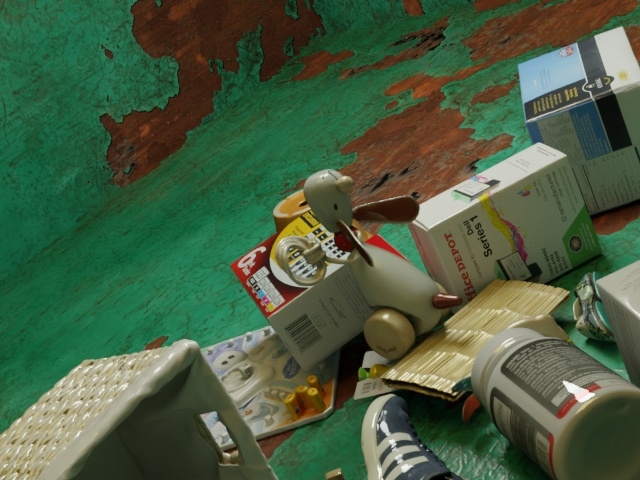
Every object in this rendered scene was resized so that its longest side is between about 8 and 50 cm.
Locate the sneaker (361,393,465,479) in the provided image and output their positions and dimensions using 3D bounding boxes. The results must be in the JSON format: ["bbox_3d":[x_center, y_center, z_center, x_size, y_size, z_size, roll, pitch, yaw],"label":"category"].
[{"bbox_3d":[0.137,0.328,1.698,0.148,0.131,0.350,-12,29,11],"label":"sneaker"}]

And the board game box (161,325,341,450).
[{"bbox_3d":[-0.153,0.249,2.266,0.390,0.050,0.390,-19,22,13],"label":"board game box"}]

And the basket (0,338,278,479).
[{"bbox_3d":[-0.277,0.368,1.764,0.266,0.328,0.331,-11,25,40],"label":"basket"}]

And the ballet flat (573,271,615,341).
[{"bbox_3d":[0.428,0.118,1.959,0.070,0.070,0.188,-18,21,16],"label":"ballet flat"}]

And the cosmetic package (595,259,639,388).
[{"bbox_3d":[0.507,0.161,1.578,0.155,0.197,0.365,-25,23,-4],"label":"cosmetic package"}]

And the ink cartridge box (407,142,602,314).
[{"bbox_3d":[0.316,-0.012,2.166,0.278,0.201,0.117,-28,22,-7],"label":"ink cartridge box"}]

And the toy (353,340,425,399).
[{"bbox_3d":[0.179,0.209,1.999,0.237,0.056,0.137,-11,25,17],"label":"toy"}]

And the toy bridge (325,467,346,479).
[{"bbox_3d":[0.037,0.389,1.723,0.026,0.063,0.188,-23,23,5],"label":"toy bridge"}]

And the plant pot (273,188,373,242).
[{"bbox_3d":[0.000,0.000,2.491,0.205,0.188,0.205,-21,22,9],"label":"plant pot"}]

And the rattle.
[{"bbox_3d":[0.279,0.192,1.885,0.200,0.130,0.143,-40,19,1],"label":"rattle"}]

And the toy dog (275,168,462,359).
[{"bbox_3d":[0.109,0.032,1.998,0.161,0.334,0.220,-26,30,44],"label":"toy dog"}]

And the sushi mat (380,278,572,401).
[{"bbox_3d":[0.250,0.151,1.978,0.151,0.019,0.316,9,35,46],"label":"sushi mat"}]

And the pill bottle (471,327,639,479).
[{"bbox_3d":[0.322,0.223,1.674,0.161,0.161,0.283,-28,22,-9],"label":"pill bottle"}]

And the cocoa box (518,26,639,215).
[{"bbox_3d":[0.524,-0.226,2.400,0.228,0.231,0.347,-19,22,15],"label":"cocoa box"}]

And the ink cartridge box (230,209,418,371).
[{"bbox_3d":[0.010,0.058,2.245,0.272,0.130,0.309,-35,23,-5],"label":"ink cartridge box"}]
